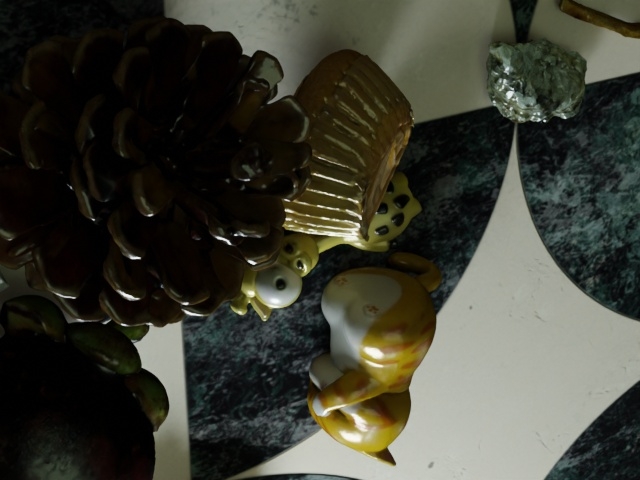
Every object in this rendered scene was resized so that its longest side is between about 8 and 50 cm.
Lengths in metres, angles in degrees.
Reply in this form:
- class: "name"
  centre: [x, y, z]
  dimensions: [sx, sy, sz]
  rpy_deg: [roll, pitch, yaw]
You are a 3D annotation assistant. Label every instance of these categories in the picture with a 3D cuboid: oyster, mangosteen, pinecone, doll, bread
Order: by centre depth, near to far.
- class: "pinecone"
  centre: [-0.168, -0.089, 1.698]
  dimensions: [0.384, 0.384, 0.384]
  rpy_deg: [-14, 124, -22]
- class: "mangosteen"
  centre: [-0.327, 0.235, 1.894]
  dimensions: [0.311, 0.311, 0.311]
  rpy_deg: [-14, 124, -22]
- class: "bread"
  centre: [0.023, -0.115, 1.919]
  dimensions: [0.240, 0.139, 0.240]
  rpy_deg: [19, 90, -77]
- class: "doll"
  centre: [0.000, 0.000, 2.061]
  dimensions: [0.291, 0.086, 0.117]
  rpy_deg: [-29, 88, -9]
- class: "oyster"
  centre: [0.285, -0.211, 2.110]
  dimensions: [0.177, 0.064, 0.125]
  rpy_deg: [1, 113, -30]
- class: "doll"
  centre: [0.065, 0.161, 2.147]
  dimensions: [0.162, 0.167, 0.270]
  rpy_deg: [6, 117, -30]

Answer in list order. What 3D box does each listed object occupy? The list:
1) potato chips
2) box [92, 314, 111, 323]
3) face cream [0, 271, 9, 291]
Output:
- class: "potato chips"
  centre: [0.398, -0.299, 2.143]
  dimensions: [0.204, 0.026, 0.037]
  rpy_deg: [6, 111, -31]
- class: "box"
  centre: [-0.255, 0.036, 1.972]
  dimensions: [0.126, 0.027, 0.125]
  rpy_deg: [-35, 129, -6]
- class: "face cream"
  centre: [-0.474, 0.096, 1.853]
  dimensions: [0.229, 0.075, 0.075]
  rpy_deg: [-29, 128, -10]
